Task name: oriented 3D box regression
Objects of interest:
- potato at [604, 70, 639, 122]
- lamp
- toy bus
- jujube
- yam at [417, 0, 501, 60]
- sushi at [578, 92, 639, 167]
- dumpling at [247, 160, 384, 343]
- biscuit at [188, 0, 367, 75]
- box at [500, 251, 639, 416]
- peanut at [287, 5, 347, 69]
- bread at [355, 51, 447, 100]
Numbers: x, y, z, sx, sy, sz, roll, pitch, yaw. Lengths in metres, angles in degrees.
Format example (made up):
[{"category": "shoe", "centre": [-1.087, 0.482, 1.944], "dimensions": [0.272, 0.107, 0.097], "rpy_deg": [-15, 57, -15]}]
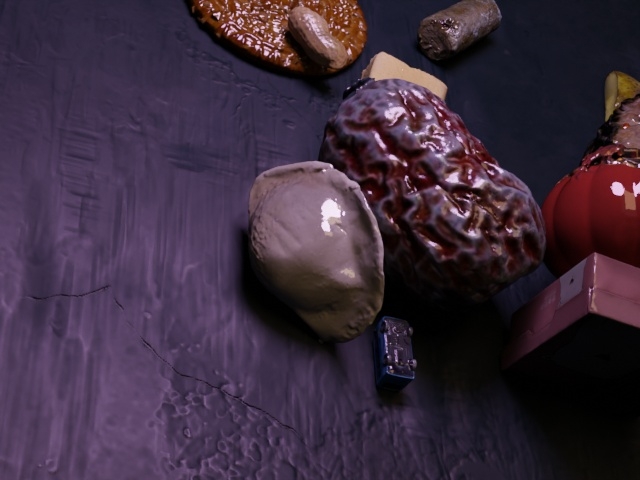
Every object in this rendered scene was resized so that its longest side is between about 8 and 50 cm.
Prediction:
[{"category": "potato", "centre": [0.533, -0.218, 1.989], "dimensions": [0.119, 0.054, 0.198], "rpy_deg": [12, 46, -17]}, {"category": "lamp", "centre": [0.389, -0.020, 1.515], "dimensions": [0.226, 0.227, 0.227], "rpy_deg": [16, 45, -17]}, {"category": "toy bus", "centre": [0.086, 0.134, 1.409], "dimensions": [0.038, 0.046, 0.083], "rpy_deg": [13, 48, -19]}, {"category": "jujube", "centre": [0.133, -0.055, 1.485], "dimensions": [0.226, 0.226, 0.317], "rpy_deg": [-24, 69, -42]}, {"category": "yam", "centre": [0.228, -0.345, 1.914], "dimensions": [0.078, 0.078, 0.179], "rpy_deg": [44, 43, 13]}, {"category": "sushi", "centre": [0.492, -0.094, 1.762], "dimensions": [0.211, 0.171, 0.350], "rpy_deg": [35, 42, 7]}, {"category": "dumpling", "centre": [-0.002, -0.004, 1.401], "dimensions": [0.126, 0.166, 0.216], "rpy_deg": [28, 36, -39]}, {"category": "biscuit", "centre": [-0.064, -0.361, 1.785], "dimensions": [0.305, 0.038, 0.305], "rpy_deg": [16, 45, -17]}, {"category": "box", "centre": [0.365, 0.119, 1.451], "dimensions": [0.215, 0.215, 0.086], "rpy_deg": [19, 60, -14]}, {"category": "peanut", "centre": [-0.004, -0.288, 1.694], "dimensions": [0.054, 0.054, 0.113], "rpy_deg": [-27, 74, -43]}, {"category": "bread", "centre": [0.104, -0.177, 1.691], "dimensions": [0.125, 0.068, 0.188], "rpy_deg": [26, 44, -7]}]
